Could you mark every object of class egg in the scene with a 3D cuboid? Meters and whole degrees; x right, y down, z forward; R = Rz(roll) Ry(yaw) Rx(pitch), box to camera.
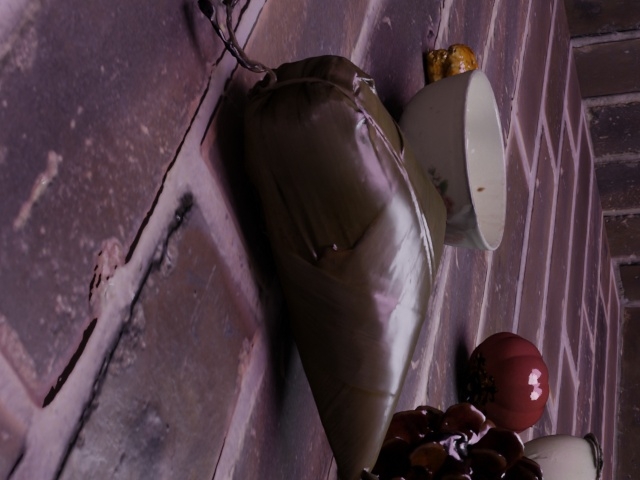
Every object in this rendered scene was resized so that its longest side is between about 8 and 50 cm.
[{"bbox_3d":[0.435,0.503,2.222,0.286,0.174,0.264,100,7,-45],"label":"egg"}]

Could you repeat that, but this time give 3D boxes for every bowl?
[{"bbox_3d":[0.188,-0.117,1.706,0.277,0.145,0.277,-2,90,-68],"label":"bowl"}]

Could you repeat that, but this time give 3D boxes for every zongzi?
[{"bbox_3d":[0.000,0.000,1.162,0.447,0.181,0.418,53,39,-51],"label":"zongzi"}]

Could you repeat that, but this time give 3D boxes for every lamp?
[{"bbox_3d":[0.320,0.252,1.979,0.182,0.140,0.182,-179,-90,-67],"label":"lamp"}]

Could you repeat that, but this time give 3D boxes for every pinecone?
[{"bbox_3d":[0.166,0.356,1.420,0.298,0.242,0.296,66,19,-12],"label":"pinecone"}]

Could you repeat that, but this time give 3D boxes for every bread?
[{"bbox_3d":[0.234,-0.232,1.938,0.114,0.083,0.211,-22,105,-64],"label":"bread"}]
